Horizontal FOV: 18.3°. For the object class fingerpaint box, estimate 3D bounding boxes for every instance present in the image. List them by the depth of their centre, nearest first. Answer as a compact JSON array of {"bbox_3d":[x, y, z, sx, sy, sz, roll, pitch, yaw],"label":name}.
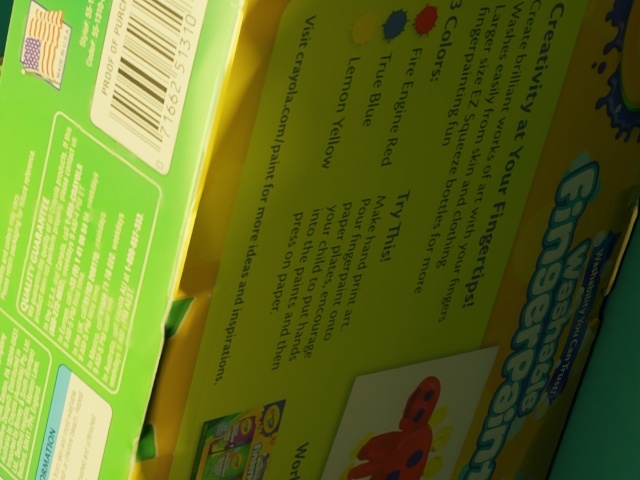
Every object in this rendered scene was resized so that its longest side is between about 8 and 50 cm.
[{"bbox_3d":[0.000,0.000,1.080,0.163,0.371,0.445,36,124,35],"label":"fingerpaint box"}]

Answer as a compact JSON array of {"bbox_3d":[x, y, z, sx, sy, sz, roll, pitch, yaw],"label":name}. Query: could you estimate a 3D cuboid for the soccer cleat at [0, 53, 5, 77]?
[{"bbox_3d":[-0.245,-0.080,1.563,0.289,0.093,0.121,8,134,42],"label":"soccer cleat"}]
